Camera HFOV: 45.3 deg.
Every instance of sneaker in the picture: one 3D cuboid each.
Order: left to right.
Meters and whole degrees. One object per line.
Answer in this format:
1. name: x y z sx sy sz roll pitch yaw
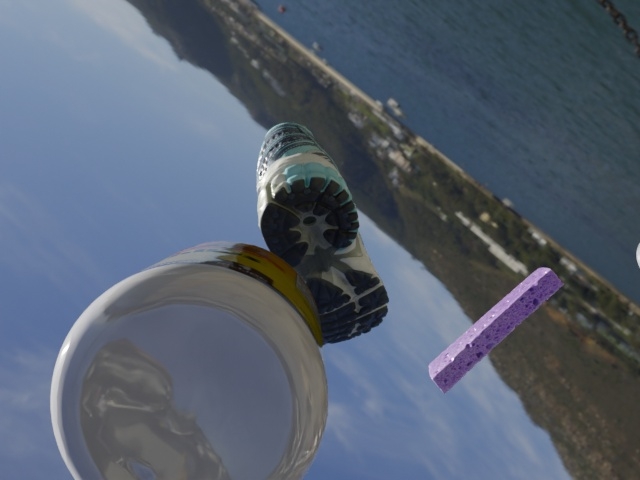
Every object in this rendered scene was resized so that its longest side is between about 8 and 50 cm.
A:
1. sneaker: 0.000 0.000 0.771 0.283 0.110 0.122 81 176 -49

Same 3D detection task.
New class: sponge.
1. sponge: 0.232 0.117 1.029 0.031 0.210 0.117 48 -176 6

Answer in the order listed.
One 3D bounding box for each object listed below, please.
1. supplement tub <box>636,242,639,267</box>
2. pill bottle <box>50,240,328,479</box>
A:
1. supplement tub: 0.530 -0.012 1.033 0.117 0.190 0.117 12 -132 -14
2. pill bottle: -0.056 0.061 0.414 0.117 0.117 0.215 37 -178 -3
